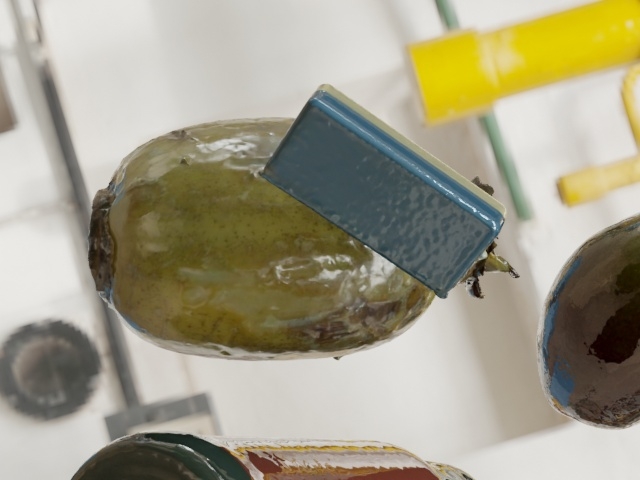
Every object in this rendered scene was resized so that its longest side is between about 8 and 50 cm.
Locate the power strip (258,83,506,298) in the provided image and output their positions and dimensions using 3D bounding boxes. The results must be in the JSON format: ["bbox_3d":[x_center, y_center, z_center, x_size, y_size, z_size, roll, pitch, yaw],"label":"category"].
[{"bbox_3d":[0.035,-0.025,0.851,0.123,0.056,0.032,35,29,-2],"label":"power strip"}]

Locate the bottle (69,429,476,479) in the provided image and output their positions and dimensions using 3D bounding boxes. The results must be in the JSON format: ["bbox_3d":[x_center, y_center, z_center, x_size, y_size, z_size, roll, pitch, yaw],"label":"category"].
[{"bbox_3d":[-0.004,0.184,0.987,0.336,0.144,0.144,8,60,-56],"label":"bottle"}]

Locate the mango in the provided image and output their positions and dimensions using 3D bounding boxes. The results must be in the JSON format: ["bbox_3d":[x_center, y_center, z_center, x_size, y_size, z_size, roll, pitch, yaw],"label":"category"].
[{"bbox_3d":[0.239,0.042,1.134,0.133,0.111,0.267,55,-49,11],"label":"mango"}]

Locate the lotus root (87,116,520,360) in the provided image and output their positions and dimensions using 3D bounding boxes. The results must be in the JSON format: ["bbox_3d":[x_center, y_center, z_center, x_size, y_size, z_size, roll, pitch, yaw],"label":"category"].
[{"bbox_3d":[0.000,-0.001,0.972,0.154,0.278,0.154,-178,-90,-78],"label":"lotus root"}]
